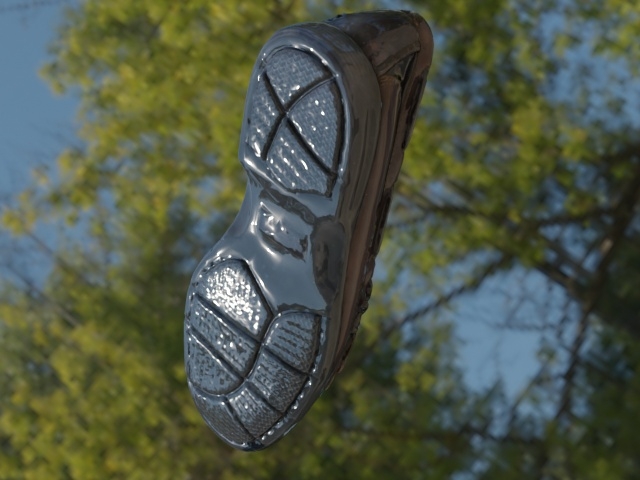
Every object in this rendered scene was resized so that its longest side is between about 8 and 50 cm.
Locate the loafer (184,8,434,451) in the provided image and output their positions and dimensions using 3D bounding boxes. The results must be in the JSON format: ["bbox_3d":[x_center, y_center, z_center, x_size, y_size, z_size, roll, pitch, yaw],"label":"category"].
[{"bbox_3d":[0.000,0.000,1.029,0.095,0.109,0.302,-27,-34,-39],"label":"loafer"}]
